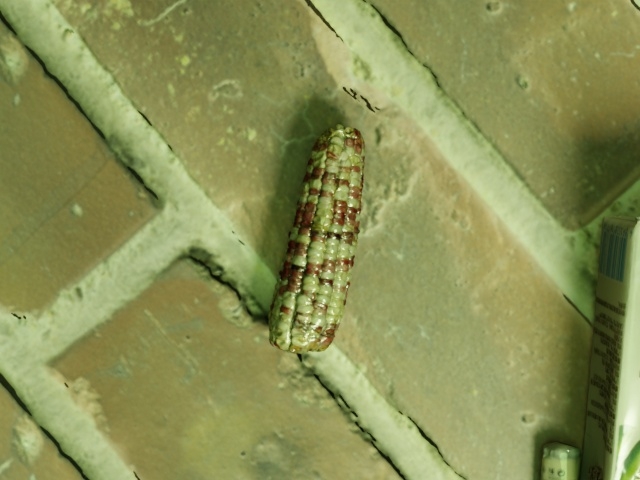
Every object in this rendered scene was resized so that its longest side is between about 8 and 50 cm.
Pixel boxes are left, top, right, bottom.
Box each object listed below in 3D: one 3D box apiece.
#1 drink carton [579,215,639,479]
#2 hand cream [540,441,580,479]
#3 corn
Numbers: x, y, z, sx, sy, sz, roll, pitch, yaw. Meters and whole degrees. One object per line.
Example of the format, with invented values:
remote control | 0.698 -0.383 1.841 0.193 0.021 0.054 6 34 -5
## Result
drink carton | 0.375 0.135 1.274 0.194 0.132 0.325 4 94 -1
hand cream | 0.247 0.281 1.320 0.039 0.061 0.143 5 91 -32
corn | 0.000 0.000 1.298 0.079 0.079 0.237 10 89 -1
